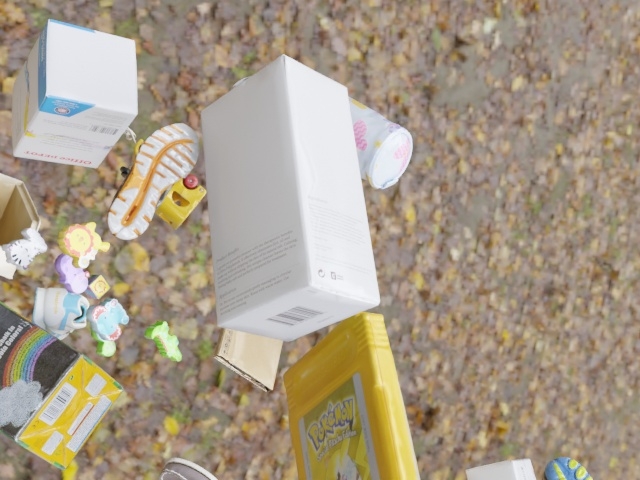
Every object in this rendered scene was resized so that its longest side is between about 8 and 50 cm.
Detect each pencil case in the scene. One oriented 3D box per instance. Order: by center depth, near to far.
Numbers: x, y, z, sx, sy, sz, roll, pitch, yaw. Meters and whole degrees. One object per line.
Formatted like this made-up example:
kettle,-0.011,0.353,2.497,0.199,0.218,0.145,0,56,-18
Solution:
pencil case,0.035,-0.197,1.629,0.113,0.273,0.124,-8,123,-52

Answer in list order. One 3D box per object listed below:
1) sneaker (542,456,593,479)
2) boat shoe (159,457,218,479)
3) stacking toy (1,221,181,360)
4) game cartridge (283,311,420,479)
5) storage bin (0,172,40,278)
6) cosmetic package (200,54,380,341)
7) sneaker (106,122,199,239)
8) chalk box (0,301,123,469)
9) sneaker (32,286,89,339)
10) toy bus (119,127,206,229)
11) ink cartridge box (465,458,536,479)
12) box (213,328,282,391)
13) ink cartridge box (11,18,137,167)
sneaker,0.341,0.367,1.139,0.067,0.188,0.078,-19,151,-15
boat shoe,-0.256,0.640,2.087,0.116,0.324,0.097,-52,173,37
stacking toy,-0.287,0.072,1.124,0.052,0.167,0.221,-49,120,-34
game cartridge,0.037,0.302,1.380,0.053,0.285,0.323,5,57,-29
storage bin,-0.644,-0.060,1.547,0.262,0.260,0.123,23,98,-31
cosmetic package,-0.053,-0.059,1.331,0.155,0.197,0.365,19,57,-44
sneaker,-0.269,-0.094,1.407,0.084,0.083,0.215,38,72,-13
chalk box,-0.534,0.239,1.587,0.180,0.289,0.179,-55,152,-18
sneaker,-0.498,0.149,1.750,0.092,0.228,0.087,5,75,-8
toy bus,-0.322,-0.111,1.746,0.104,0.202,0.191,-53,141,-18
ink cartridge box,0.342,0.479,1.624,0.212,0.093,0.154,27,48,-64
box,-0.157,0.226,2.064,0.164,0.021,0.201,38,39,-25
ink cartridge box,-0.470,-0.269,1.704,0.171,0.233,0.168,8,63,-32
